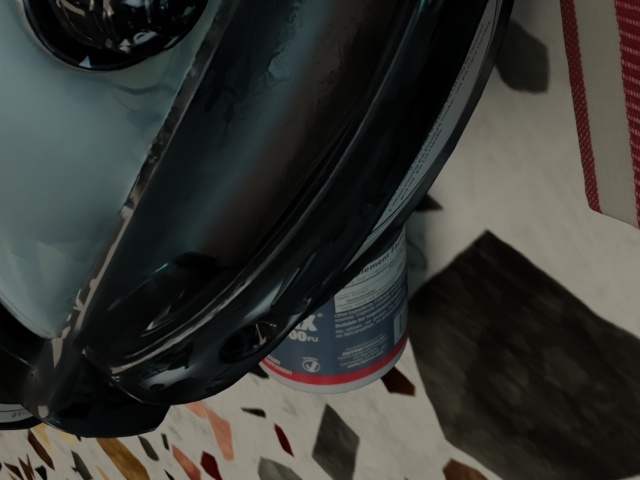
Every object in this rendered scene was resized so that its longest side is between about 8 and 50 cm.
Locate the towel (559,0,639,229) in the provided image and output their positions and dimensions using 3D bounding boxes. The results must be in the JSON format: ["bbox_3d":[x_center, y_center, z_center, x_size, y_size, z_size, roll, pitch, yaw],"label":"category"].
[{"bbox_3d":[0.236,-0.052,0.639,0.329,0.037,0.237,28,144,41],"label":"towel"}]

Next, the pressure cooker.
[{"bbox_3d":[-0.111,-0.135,0.707,0.420,0.375,0.370,32,141,36],"label":"pressure cooker"}]

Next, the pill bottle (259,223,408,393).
[{"bbox_3d":[0.000,0.000,0.962,0.108,0.108,0.180,32,144,34],"label":"pill bottle"}]
